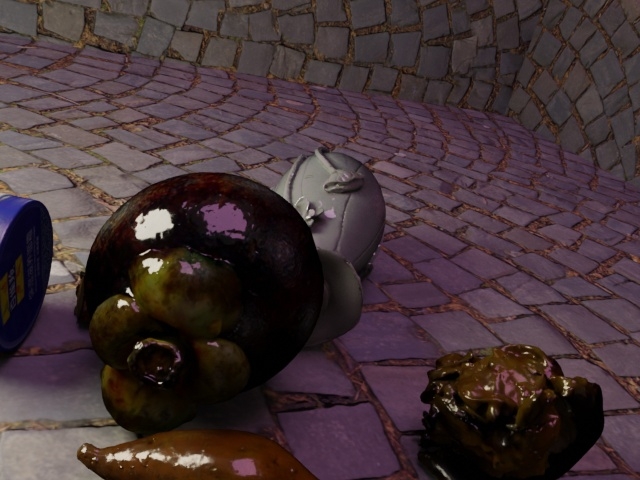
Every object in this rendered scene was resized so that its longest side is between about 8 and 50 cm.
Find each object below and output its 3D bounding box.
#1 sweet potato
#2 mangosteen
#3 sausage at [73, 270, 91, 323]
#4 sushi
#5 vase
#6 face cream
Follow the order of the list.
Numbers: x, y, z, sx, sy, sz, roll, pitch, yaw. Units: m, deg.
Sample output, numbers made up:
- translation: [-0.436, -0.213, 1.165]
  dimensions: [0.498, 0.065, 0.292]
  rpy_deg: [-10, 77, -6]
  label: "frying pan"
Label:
- translation: [-0.087, 0.262, 0.718]
  dimensions: [0.359, 0.112, 0.112]
  rpy_deg: [13, 24, 2]
  label: "sweet potato"
- translation: [-0.151, 0.072, 0.864]
  dimensions: [0.330, 0.330, 0.330]
  rpy_deg: [12, 24, -6]
  label: "mangosteen"
- translation: [-0.241, 0.089, 1.042]
  dimensions: [0.264, 0.083, 0.083]
  rpy_deg: [3, 27, -26]
  label: "sausage"
- translation: [0.239, 0.225, 0.868]
  dimensions: [0.200, 0.204, 0.213]
  rpy_deg: [-13, 30, -39]
  label: "sushi"
- translation: [0.000, 0.000, 1.201]
  dimensions: [0.250, 0.250, 0.445]
  rpy_deg: [15, 27, 0]
  label: "vase"
- translation: [-0.439, 0.038, 0.875]
  dimensions: [0.111, 0.206, 0.206]
  rpy_deg: [8, 25, -4]
  label: "face cream"
